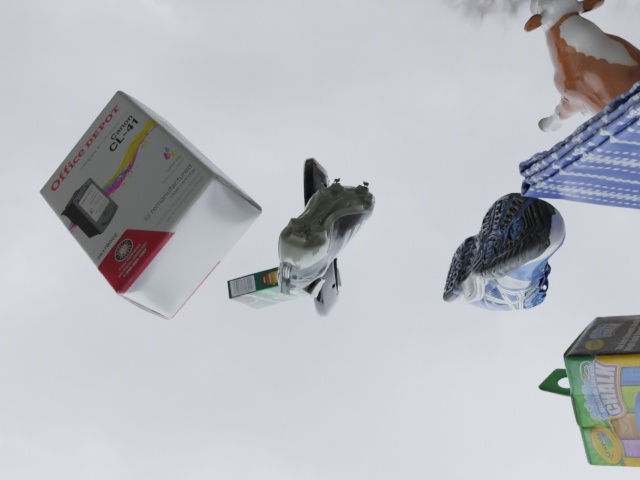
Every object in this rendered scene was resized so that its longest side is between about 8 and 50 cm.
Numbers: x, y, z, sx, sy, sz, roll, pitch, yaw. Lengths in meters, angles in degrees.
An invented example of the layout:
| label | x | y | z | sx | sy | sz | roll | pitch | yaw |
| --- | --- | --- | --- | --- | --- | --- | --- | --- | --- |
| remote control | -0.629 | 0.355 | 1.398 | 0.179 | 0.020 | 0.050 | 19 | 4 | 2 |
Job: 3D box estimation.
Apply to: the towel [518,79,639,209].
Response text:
| label | x | y | z | sx | sy | sz | roll | pitch | yaw |
| --- | --- | --- | --- | --- | --- | --- | --- | --- | --- |
| towel | 0.298 | -0.074 | 0.491 | 0.243 | 0.040 | 0.336 | 7 | 167 | -8 |

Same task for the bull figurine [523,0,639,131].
| label | x | y | z | sx | sy | sz | roll | pitch | yaw |
| --- | --- | --- | --- | --- | --- | --- | --- | --- | --- |
| bull figurine | 0.366 | -0.180 | 0.966 | 0.310 | 0.188 | 0.101 | 41 | -104 | 21 |

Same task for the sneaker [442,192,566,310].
| label | x | y | z | sx | sy | sz | roll | pitch | yaw |
| --- | --- | --- | --- | --- | --- | --- | --- | --- | --- |
| sneaker | 0.184 | 0.017 | 0.736 | 0.081 | 0.211 | 0.080 | 18 | -107 | -3 |

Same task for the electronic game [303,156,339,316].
| label | x | y | z | sx | sy | sz | roll | pitch | yaw |
| --- | --- | --- | --- | --- | --- | --- | --- | --- | --- |
| electronic game | -0.004 | -0.005 | 1.124 | 0.048 | 0.229 | 0.229 | -4 | -149 | 3 |

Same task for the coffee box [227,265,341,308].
| label | x | y | z | sx | sy | sz | roll | pitch | yaw |
| --- | --- | --- | --- | --- | --- | --- | --- | --- | --- |
| coffee box | -0.066 | 0.080 | 1.446 | 0.184 | 0.113 | 0.040 | -16 | -110 | 19 |

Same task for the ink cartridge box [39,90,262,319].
| label | x | y | z | sx | sy | sz | roll | pitch | yaw |
| --- | --- | --- | --- | --- | --- | --- | --- | --- | --- |
| ink cartridge box | -0.270 | -0.061 | 1.216 | 0.306 | 0.226 | 0.131 | 40 | -177 | 37 |

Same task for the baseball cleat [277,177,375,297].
| label | x | y | z | sx | sy | sz | roll | pitch | yaw |
| --- | --- | --- | --- | --- | --- | --- | --- | --- | --- |
| baseball cleat | 0.000 | 0.000 | 0.935 | 0.072 | 0.109 | 0.206 | 25 | -150 | 20 |

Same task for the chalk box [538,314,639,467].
| label | x | y | z | sx | sy | sz | roll | pitch | yaw |
| --- | --- | --- | --- | --- | --- | --- | --- | --- | --- |
| chalk box | 0.349 | 0.160 | 0.850 | 0.213 | 0.132 | 0.132 | -10 | -171 | 37 |
